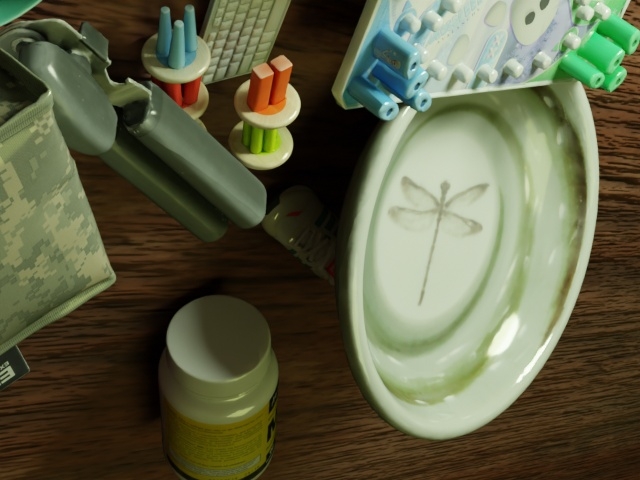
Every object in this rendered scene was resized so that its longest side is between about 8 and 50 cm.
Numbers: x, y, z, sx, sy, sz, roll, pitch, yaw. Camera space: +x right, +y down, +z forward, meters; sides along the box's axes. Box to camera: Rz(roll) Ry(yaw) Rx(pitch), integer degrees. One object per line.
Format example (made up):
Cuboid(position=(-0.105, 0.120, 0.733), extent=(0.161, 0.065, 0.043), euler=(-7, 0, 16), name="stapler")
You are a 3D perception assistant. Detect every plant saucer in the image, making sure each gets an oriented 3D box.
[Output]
Cuboid(position=(0.125, -0.010, 1.503), extent=(0.400, 0.101, 0.400), euler=(-19, 115, -45), name="plant saucer")

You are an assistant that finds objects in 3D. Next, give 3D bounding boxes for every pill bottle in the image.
Cuboid(position=(-0.101, 0.152, 1.534), extent=(0.119, 0.119, 0.208), euler=(-28, 151, -22), name="pill bottle")

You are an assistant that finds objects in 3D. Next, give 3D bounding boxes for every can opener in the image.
Cuboid(position=(-0.141, -0.071, 1.142), extent=(0.074, 0.093, 0.280), euler=(-17, 147, 26), name="can opener")

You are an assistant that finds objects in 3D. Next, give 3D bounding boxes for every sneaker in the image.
Cuboid(position=(0.000, 0.000, 1.485), extent=(0.057, 0.075, 0.161), euler=(-43, 153, 5), name="sneaker")

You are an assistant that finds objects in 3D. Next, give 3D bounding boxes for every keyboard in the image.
Cuboid(position=(-0.043, -0.201, 1.155), extent=(0.072, 0.014, 0.256), euler=(-13, 152, -26), name="keyboard")

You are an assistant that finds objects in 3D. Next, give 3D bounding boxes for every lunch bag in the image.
Cuboid(position=(-0.305, 0.006, 1.016), extent=(0.287, 0.169, 0.235), euler=(-37, 153, -16), name="lunch bag")

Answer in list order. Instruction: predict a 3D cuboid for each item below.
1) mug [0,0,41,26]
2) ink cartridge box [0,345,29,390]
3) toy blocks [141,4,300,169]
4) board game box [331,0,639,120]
Cuboid(position=(-0.205, -0.205, 0.905), extent=(0.158, 0.097, 0.129), euler=(-33, 151, -15), name="mug")
Cuboid(position=(-0.346, 0.132, 1.283), extent=(0.206, 0.045, 0.208), euler=(-34, 153, -14), name="ink cartridge box")
Cuboid(position=(-0.075, -0.120, 1.188), extent=(0.123, 0.054, 0.148), euler=(3, 145, -4), name="toy blocks")
Cuboid(position=(0.214, -0.283, 1.289), extent=(0.390, 0.050, 0.390), euler=(-12, 133, -47), name="board game box")
